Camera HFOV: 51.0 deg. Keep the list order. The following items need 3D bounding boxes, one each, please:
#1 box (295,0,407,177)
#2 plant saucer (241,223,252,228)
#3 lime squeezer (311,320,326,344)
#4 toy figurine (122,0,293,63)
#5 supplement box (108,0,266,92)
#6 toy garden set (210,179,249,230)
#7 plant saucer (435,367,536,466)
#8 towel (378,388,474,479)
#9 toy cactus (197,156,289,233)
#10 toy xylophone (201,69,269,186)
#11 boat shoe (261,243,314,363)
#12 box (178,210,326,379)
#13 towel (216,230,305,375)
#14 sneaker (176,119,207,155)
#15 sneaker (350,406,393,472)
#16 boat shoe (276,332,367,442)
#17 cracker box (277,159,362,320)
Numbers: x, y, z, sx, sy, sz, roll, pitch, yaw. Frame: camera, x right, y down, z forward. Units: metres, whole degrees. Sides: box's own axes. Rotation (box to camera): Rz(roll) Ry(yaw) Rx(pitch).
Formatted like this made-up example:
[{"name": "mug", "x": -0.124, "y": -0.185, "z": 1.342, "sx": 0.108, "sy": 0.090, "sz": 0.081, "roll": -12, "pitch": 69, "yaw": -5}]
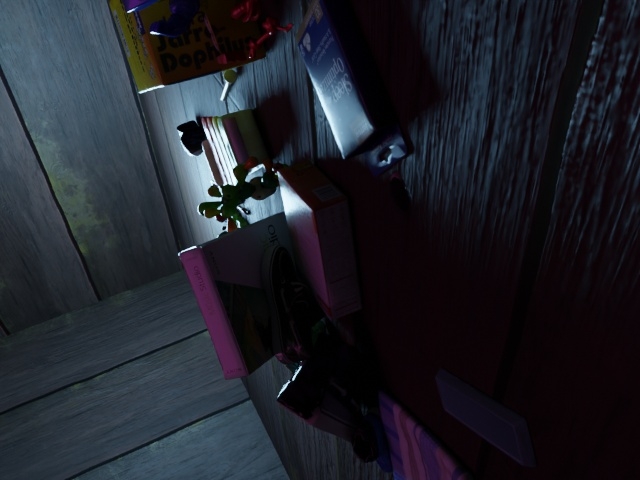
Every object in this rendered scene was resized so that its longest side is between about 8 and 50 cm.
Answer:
[{"name": "box", "x": 0.035, "y": -0.194, "z": 0.861, "sx": 0.225, "sy": 0.036, "sz": 0.136, "roll": 67, "pitch": 163, "yaw": 3}, {"name": "plant saucer", "x": -0.162, "y": 0.094, "z": 1.726, "sx": 0.259, "sy": 0.047, "sz": 0.258, "roll": -20, "pitch": 91, "yaw": 59}, {"name": "lime squeezer", "x": -0.030, "y": 0.182, "z": 1.488, "sx": 0.310, "sy": 0.059, "sz": 0.110, "roll": 52, "pitch": 174, "yaw": 29}, {"name": "toy figurine", "x": -0.212, "y": -0.424, "z": 0.941, "sx": 0.191, "sy": 0.217, "sz": 0.363, "roll": -1, "pitch": 108, "yaw": 46}, {"name": "supplement box", "x": -0.262, "y": -0.401, "z": 1.262, "sx": 0.356, "sy": 0.194, "sz": 0.195, "roll": 25, "pitch": 134, "yaw": 67}, {"name": "toy garden set", "x": -0.244, "y": -0.060, "z": 1.871, "sx": 0.244, "sy": 0.049, "sz": 0.204, "roll": 45, "pitch": 151, "yaw": 54}, {"name": "plant saucer", "x": 0.205, "y": 0.224, "z": 0.862, "sx": 0.192, "sy": 0.018, "sz": 0.067, "roll": 20, "pitch": 129, "yaw": 67}, {"name": "towel", "x": 0.179, "y": 0.396, "z": 1.121, "sx": 0.285, "sy": 0.034, "sz": 0.209, "roll": 35, "pitch": 142, "yaw": 62}, {"name": "toy cactus", "x": -0.133, "y": -0.095, "z": 1.335, "sx": 0.112, "sy": 0.219, "sz": 0.180, "roll": 57, "pitch": -157, "yaw": 6}, {"name": "toy xylophone", "x": -0.198, "y": -0.226, "z": 1.472, "sx": 0.236, "sy": 0.081, "sz": 0.322, "roll": 68, "pitch": 163, "yaw": 4}, {"name": "boat shoe", "x": -0.049, "y": 0.107, "z": 1.197, "sx": 0.070, "sy": 0.077, "sz": 0.219, "roll": -21, "pitch": 70, "yaw": 33}, {"name": "box", "x": -0.107, "y": 0.085, "z": 1.242, "sx": 0.058, "sy": 0.322, "sz": 0.232, "roll": -17, "pitch": 96, "yaw": 31}, {"name": "towel", "x": -0.101, "y": 0.168, "z": 1.441, "sx": 0.370, "sy": 0.040, "sz": 0.271, "roll": 57, "pitch": -179, "yaw": -27}, {"name": "sneaker", "x": -0.361, "y": -0.283, "z": 1.944, "sx": 0.211, "sy": 0.080, "sz": 0.081, "roll": -120, "pitch": 10, "yaw": -60}, {"name": "sneaker", "x": 0.098, "y": 0.396, "z": 1.263, "sx": 0.058, "sy": 0.084, "sz": 0.152, "roll": 12, "pitch": 126, "yaw": 36}, {"name": "boat shoe", "x": 0.048, "y": 0.288, "z": 1.290, "sx": 0.127, "sy": 0.158, "sz": 0.340, "roll": 28, "pitch": 171, "yaw": 27}, {"name": "cracker box", "x": 0.000, "y": 0.000, "z": 1.147, "sx": 0.156, "sy": 0.067, "sz": 0.232, "roll": -130, "pitch": 26, "yaw": -50}]
